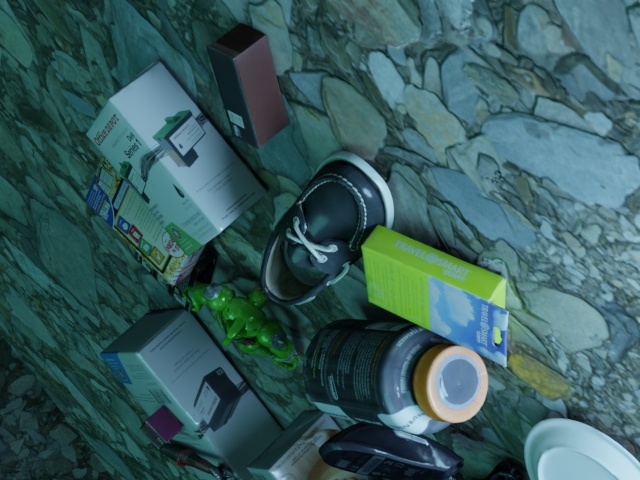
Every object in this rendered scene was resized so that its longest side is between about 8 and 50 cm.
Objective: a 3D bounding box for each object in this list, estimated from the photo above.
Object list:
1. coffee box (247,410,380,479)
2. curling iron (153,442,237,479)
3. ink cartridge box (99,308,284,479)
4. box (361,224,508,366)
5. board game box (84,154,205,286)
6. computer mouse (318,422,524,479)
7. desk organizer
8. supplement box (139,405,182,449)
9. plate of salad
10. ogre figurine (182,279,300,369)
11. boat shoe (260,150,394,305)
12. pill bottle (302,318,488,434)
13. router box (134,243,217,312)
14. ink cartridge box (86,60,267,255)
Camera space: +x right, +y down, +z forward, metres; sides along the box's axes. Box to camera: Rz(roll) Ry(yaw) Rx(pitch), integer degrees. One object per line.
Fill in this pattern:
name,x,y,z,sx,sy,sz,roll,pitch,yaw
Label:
coffee box,0.019,0.412,1.811,0.246,0.141,0.098,52,155,-10
curling iron,-0.234,0.399,2.015,0.274,0.035,0.068,8,134,52
ink cartridge box,-0.231,0.282,2.036,0.307,0.129,0.223,54,154,-13
box,0.131,0.059,1.218,0.178,0.042,0.109,24,148,25
board game box,-0.247,-0.048,1.635,0.193,0.045,0.147,44,134,11
computer mouse,0.121,0.292,1.480,0.262,0.060,0.184,12,152,-5
desk organizer,-0.078,-0.169,1.240,0.047,0.050,0.130,30,149,35
supplement box,-0.281,0.330,1.980,0.055,0.043,0.083,47,155,2
plate of salad,0.313,0.278,1.256,0.200,0.048,0.200,34,141,33
ogre figurine,-0.112,0.120,1.659,0.197,0.097,0.118,54,164,6
boat shoe,0.000,0.000,1.307,0.114,0.091,0.302,43,155,10
pill bottle,0.091,0.162,1.346,0.130,0.130,0.246,56,154,-17
router box,-0.230,0.024,1.767,0.133,0.046,0.179,45,154,9
ink cartridge box,-0.192,-0.103,1.468,0.219,0.092,0.160,50,155,-5
